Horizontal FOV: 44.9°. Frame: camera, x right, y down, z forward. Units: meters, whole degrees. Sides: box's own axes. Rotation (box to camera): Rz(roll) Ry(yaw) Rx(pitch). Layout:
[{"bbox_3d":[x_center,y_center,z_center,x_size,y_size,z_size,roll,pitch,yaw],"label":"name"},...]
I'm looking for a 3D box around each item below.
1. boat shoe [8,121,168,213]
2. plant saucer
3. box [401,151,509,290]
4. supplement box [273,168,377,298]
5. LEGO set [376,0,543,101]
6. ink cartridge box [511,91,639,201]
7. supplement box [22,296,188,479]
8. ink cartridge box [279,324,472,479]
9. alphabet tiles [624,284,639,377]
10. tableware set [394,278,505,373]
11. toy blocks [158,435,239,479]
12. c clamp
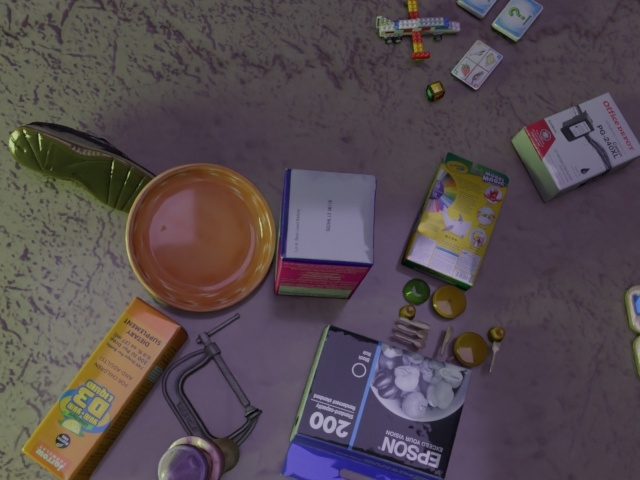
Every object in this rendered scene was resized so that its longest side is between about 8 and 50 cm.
[{"bbox_3d":[-0.307,-0.107,1.062,0.224,0.080,0.073,23,32,-12],"label":"boat shoe"},{"bbox_3d":[-0.161,-0.004,1.044,0.200,0.037,0.199,0,90,-16],"label":"plant saucer"},{"bbox_3d":[0.195,-0.030,1.107,0.105,0.043,0.179,23,76,1],"label":"box"},{"bbox_3d":[0.000,0.000,0.988,0.114,0.220,0.111,4,75,-6],"label":"supplement box"},{"bbox_3d":[0.206,-0.332,1.183,0.182,0.060,0.244,37,75,9],"label":"LEGO set"},{"bbox_3d":[0.379,-0.139,1.142,0.151,0.063,0.109,-23,78,-11],"label":"ink cartridge box"},{"bbox_3d":[-0.269,0.191,0.984,0.078,0.080,0.233,32,76,6],"label":"supplement box"},{"bbox_3d":[0.074,0.240,1.021,0.206,0.045,0.208,18,75,-1],"label":"ink cartridge box"},{"bbox_3d":[0.583,0.123,1.100,0.284,0.021,0.277,-5,76,0],"label":"alphabet tiles"},{"bbox_3d":[0.182,0.116,1.077,0.154,0.024,0.104,20,71,1],"label":"tableware set"},{"bbox_3d":[-0.198,0.391,0.810,0.289,0.260,0.308,-21,78,6],"label":"toy blocks"},{"bbox_3d":[-0.134,0.196,1.024,0.137,0.022,0.160,-27,78,-12],"label":"c clamp"}]
